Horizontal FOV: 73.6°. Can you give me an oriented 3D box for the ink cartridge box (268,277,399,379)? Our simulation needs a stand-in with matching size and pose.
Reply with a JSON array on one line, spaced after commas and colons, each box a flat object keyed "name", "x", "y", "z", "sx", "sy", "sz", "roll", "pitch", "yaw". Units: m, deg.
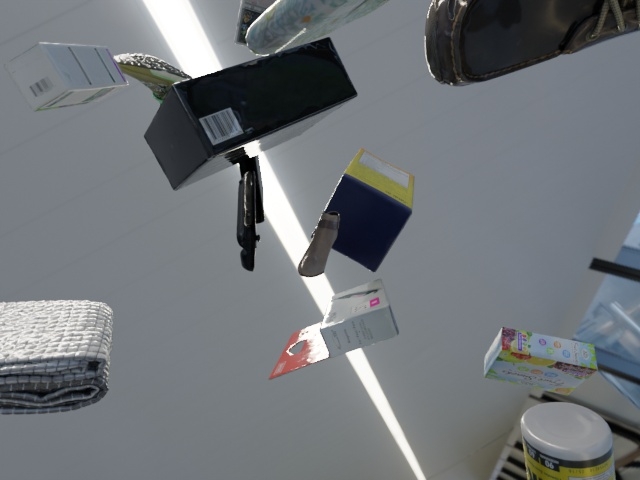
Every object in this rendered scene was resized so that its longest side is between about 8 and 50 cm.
[{"name": "ink cartridge box", "x": 0.024, "y": 0.161, "z": 0.845, "sx": 0.238, "sy": 0.060, "sz": 0.275, "roll": -20, "pitch": 2, "yaw": 6}]

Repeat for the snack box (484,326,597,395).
[{"name": "snack box", "x": 0.529, "y": 0.299, "z": 1.051, "sx": 0.206, "sy": 0.070, "sz": 0.175, "roll": 11, "pitch": -37, "yaw": 12}]

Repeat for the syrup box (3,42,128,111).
[{"name": "syrup box", "x": -0.520, "y": -0.346, "z": 0.902, "sx": 0.093, "sy": 0.237, "sz": 0.096, "roll": -22, "pitch": -72, "yaw": 13}]

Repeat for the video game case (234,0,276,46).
[{"name": "video game case", "x": -0.149, "y": -0.649, "z": 1.258, "sx": 0.190, "sy": 0.022, "sz": 0.173, "roll": -3, "pitch": -57, "yaw": -36}]

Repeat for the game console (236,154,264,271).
[{"name": "game console", "x": -0.139, "y": -0.083, "z": 0.860, "sx": 0.043, "sy": 0.362, "sz": 0.213, "roll": -5, "pitch": -47, "yaw": -4}]

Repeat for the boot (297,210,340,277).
[{"name": "boot", "x": 0.000, "y": 0.000, "z": 0.646, "sx": 0.042, "sy": 0.118, "sz": 0.087, "roll": 18, "pitch": -73, "yaw": 6}]

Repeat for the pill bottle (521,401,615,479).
[{"name": "pill bottle", "x": 0.376, "y": 0.367, "z": 0.645, "sx": 0.119, "sy": 0.119, "sz": 0.209, "roll": -15, "pitch": -79, "yaw": -20}]

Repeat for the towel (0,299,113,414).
[{"name": "towel", "x": -0.545, "y": 0.217, "z": 0.797, "sx": 0.283, "sy": 0.235, "sz": 0.122, "roll": 1, "pitch": -71, "yaw": -23}]

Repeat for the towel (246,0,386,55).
[{"name": "towel", "x": 0.077, "y": -0.474, "z": 0.787, "sx": 0.374, "sy": 0.320, "sz": 0.090, "roll": -43, "pitch": -70, "yaw": -36}]

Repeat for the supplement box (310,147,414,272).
[{"name": "supplement box", "x": 0.133, "y": -0.101, "z": 1.207, "sx": 0.194, "sy": 0.356, "sz": 0.195, "roll": 29, "pitch": -64, "yaw": 1}]

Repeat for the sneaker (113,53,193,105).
[{"name": "sneaker", "x": -0.396, "y": -0.377, "z": 1.218, "sx": 0.410, "sy": 0.158, "sz": 0.182, "roll": 16, "pitch": -71, "yaw": -44}]

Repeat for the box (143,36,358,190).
[{"name": "box", "x": -0.104, "y": -0.186, "z": 0.637, "sx": 0.261, "sy": 0.103, "sz": 0.184, "roll": -33, "pitch": 8, "yaw": -32}]

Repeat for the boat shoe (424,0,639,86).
[{"name": "boat shoe", "x": 0.257, "y": -0.253, "z": 0.391, "sx": 0.355, "sy": 0.130, "sz": 0.132, "roll": -34, "pitch": -53, "yaw": -8}]
